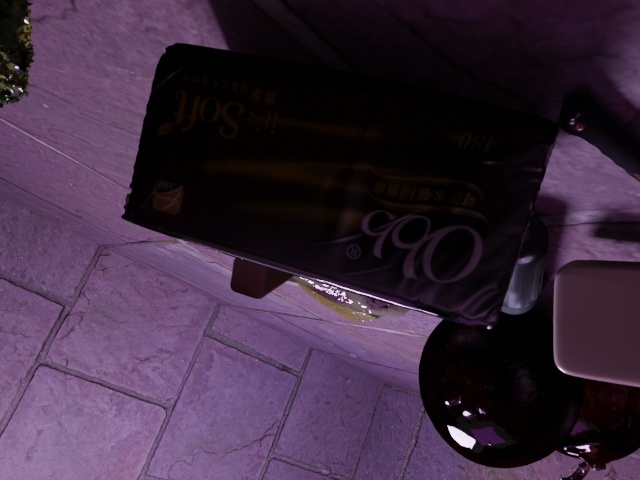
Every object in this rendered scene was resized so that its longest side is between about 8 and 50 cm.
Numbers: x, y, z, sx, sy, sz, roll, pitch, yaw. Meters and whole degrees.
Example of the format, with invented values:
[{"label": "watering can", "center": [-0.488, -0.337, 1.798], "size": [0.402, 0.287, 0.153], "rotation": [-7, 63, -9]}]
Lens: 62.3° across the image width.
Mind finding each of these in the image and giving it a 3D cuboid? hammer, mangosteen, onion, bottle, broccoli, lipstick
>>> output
[{"label": "hammer", "center": [0.330, -0.052, 0.506], "size": [0.288, 0.033, 0.111], "rotation": [28, 163, -20]}, {"label": "mangosteen", "center": [0.354, 0.275, 1.033], "size": [0.307, 0.306, 0.347], "rotation": [9, 174, 37]}, {"label": "onion", "center": [0.638, 0.441, 1.242], "size": [0.273, 0.285, 0.273], "rotation": [8, 142, 6]}, {"label": "bottle", "center": [0.290, 0.041, 0.772], "size": [0.096, 0.079, 0.253], "rotation": [-22, 150, 7]}, {"label": "broccoli", "center": [-0.415, -0.262, 0.605], "size": [0.219, 0.194, 0.194], "rotation": [50, 156, -10]}, {"label": "lipstick", "center": [-0.056, 0.027, 0.655], "size": [0.045, 0.045, 0.145], "rotation": [18, -162, 17]}]

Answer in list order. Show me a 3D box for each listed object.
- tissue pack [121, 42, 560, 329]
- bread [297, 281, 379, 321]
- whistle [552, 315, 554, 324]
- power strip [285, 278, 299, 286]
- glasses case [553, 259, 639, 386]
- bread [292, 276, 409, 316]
[{"label": "tissue pack", "center": [0.028, -0.060, 0.532], "size": [0.370, 0.198, 0.210], "rotation": [16, -177, 17]}, {"label": "bread", "center": [0.052, 0.104, 1.203], "size": [0.196, 0.102, 0.138], "rotation": [30, 159, -16]}, {"label": "whistle", "center": [0.523, 0.191, 0.908], "size": [0.269, 0.093, 0.180], "rotation": [24, -172, -2]}, {"label": "power strip", "center": [-0.044, 0.100, 1.399], "size": [0.191, 0.047, 0.030], "rotation": [11, 156, 28]}, {"label": "glasses case", "center": [0.443, 0.100, 0.584], "size": [0.337, 0.143, 0.076], "rotation": [3, -172, 36]}, {"label": "bread", "center": [0.000, 0.000, 0.856], "size": [0.338, 0.155, 0.187], "rotation": [34, 162, -33]}]
